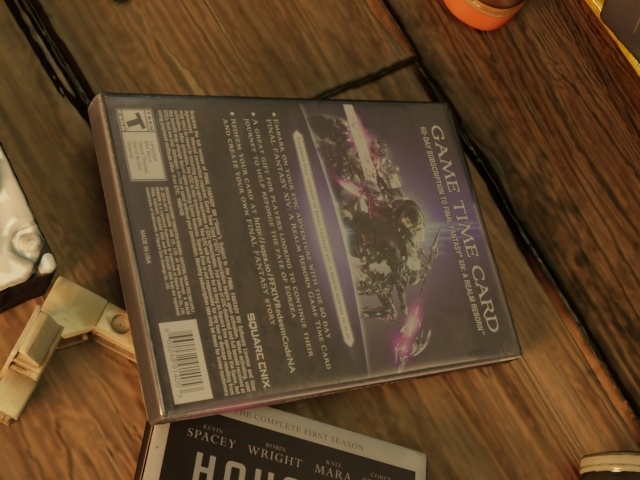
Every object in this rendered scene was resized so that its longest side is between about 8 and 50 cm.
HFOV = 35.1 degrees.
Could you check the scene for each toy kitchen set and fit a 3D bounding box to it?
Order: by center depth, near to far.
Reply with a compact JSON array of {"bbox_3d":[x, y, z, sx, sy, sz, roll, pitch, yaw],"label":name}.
[{"bbox_3d":[-0.135,0.070,0.569,0.075,0.068,0.083,29,63,-11],"label":"toy kitchen set"}]

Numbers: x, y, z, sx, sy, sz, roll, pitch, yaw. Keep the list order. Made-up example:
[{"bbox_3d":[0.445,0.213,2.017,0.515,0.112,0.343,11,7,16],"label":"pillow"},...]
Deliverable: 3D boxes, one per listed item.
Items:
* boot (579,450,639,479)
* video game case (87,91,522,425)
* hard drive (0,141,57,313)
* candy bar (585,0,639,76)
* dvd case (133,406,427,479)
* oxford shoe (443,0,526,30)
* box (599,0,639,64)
[{"bbox_3d":[0.262,0.253,0.660,0.236,0.085,0.179,26,66,-10],"label":"boot"},{"bbox_3d":[0.000,0.000,0.650,0.274,0.026,0.196,-4,73,-35],"label":"video game case"},{"bbox_3d":[-0.341,-0.021,0.521,0.339,0.064,0.237,-22,81,-27],"label":"hard drive"},{"bbox_3d":[0.257,-0.175,0.850,0.040,0.018,0.161,-32,86,-25],"label":"candy bar"},{"bbox_3d":[-0.027,0.205,0.555,0.179,0.029,0.239,19,51,-16],"label":"dvd case"},{"bbox_3d":[0.175,-0.297,0.814,0.097,0.098,0.271,22,64,-14],"label":"oxford shoe"},{"bbox_3d":[0.473,-0.179,0.579,0.297,0.480,0.472,-24,63,-18],"label":"box"}]
